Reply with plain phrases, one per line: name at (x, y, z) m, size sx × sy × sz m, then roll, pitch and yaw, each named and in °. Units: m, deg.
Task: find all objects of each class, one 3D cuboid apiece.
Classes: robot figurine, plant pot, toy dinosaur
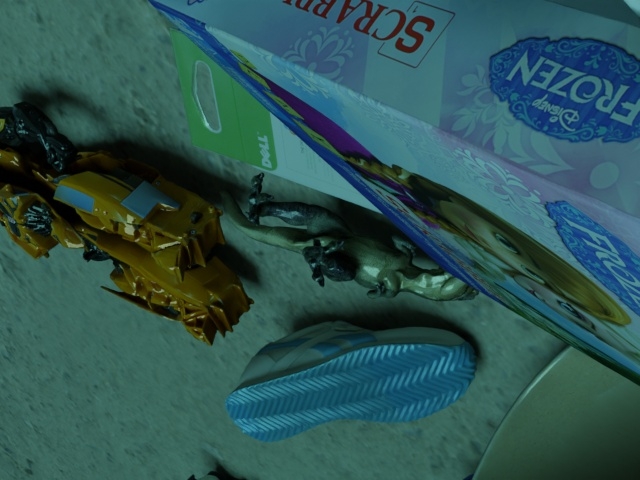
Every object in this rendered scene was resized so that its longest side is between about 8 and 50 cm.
robot figurine at (-0.204, -0.018, 1.021) m, size 0.291 × 0.085 × 0.211 m, roll 22°, pitch 149°, yaw 27°
plant pot at (0.272, 0.229, 0.754) m, size 0.274 × 0.256 × 0.256 m, roll 29°, pitch 146°, yaw -12°
toy dinosaur at (0.000, 0.000, 0.853) m, size 0.268 × 0.064 × 0.118 m, roll 20°, pitch 179°, yaw 27°

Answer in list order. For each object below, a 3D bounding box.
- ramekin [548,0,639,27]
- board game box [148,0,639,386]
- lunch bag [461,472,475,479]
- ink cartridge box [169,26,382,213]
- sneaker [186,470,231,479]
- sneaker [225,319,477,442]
ramekin at (0.087, -0.158, 0.484) m, size 0.277 × 0.135 × 0.277 m, roll 35°, pitch 177°, yaw 2°
board game box at (0.110, -0.014, 0.537) m, size 0.318 × 0.066 × 0.319 m, roll 32°, pitch 175°, yaw 47°
lunch bag at (0.151, 0.310, 0.941) m, size 0.176 × 0.219 × 0.090 m, roll 20°, pitch 134°, yaw 25°
ink cartridge box at (0.000, -0.095, 0.780) m, size 0.209 × 0.062 × 0.109 m, roll 21°, pitch 140°, yaw 26°
sneaker at (-0.151, 0.344, 1.364) m, size 0.235 × 0.094 × 0.153 m, roll -1°, pitch 126°, yaw 43°
sneaker at (0.027, 0.107, 0.959) m, size 0.229 × 0.092 × 0.087 m, roll -12°, pitch 119°, yaw 26°
